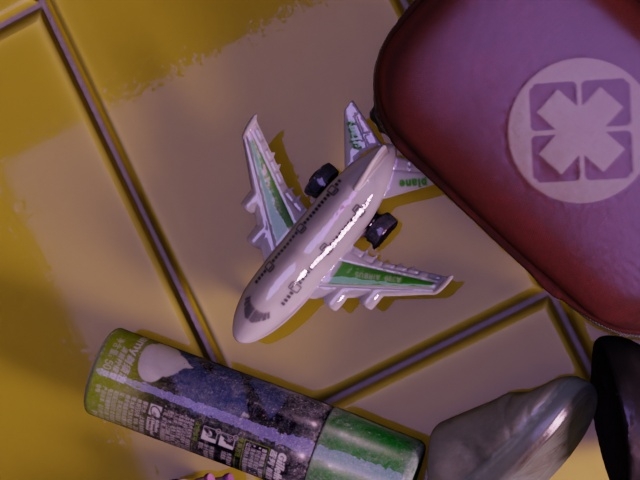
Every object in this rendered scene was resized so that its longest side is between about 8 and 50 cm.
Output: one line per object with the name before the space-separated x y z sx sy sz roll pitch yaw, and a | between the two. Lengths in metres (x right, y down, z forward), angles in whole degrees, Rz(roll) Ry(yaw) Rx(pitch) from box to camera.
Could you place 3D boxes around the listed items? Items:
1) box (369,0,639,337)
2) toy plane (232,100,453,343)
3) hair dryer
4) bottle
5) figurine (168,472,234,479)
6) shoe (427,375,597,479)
box | 0.242 -0.101 1.679 0.404 0.108 0.263 43 101 9
toy plane | 0.001 0.000 1.780 0.251 0.101 0.255 39 97 8
hair dryer | 0.417 0.230 1.683 0.320 0.156 0.284 1 76 0
bottle | -0.064 0.182 1.781 0.330 0.093 0.093 20 90 9
figurine | -0.132 0.314 1.787 0.115 0.095 0.156 -22 72 38
shoe | 0.156 0.208 1.741 0.251 0.103 0.100 -48 59 11
